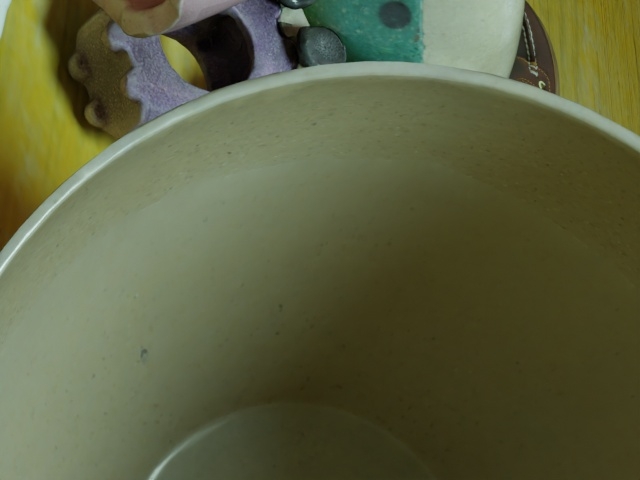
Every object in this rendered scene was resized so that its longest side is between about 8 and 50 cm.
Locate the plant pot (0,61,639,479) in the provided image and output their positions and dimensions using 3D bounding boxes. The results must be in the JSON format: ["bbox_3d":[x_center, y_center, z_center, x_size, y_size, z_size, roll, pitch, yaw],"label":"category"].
[{"bbox_3d":[0.009,0.107,0.625,0.191,0.284,0.284,130,-49,-73],"label":"plant pot"}]

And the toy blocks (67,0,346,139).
[{"bbox_3d":[-0.087,-0.191,0.656,0.260,0.309,0.289,-17,80,-37],"label":"toy blocks"}]

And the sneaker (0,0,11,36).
[{"bbox_3d":[-0.128,-0.033,0.472,0.290,0.106,0.123,-57,145,-25],"label":"sneaker"}]

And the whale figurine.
[{"bbox_3d":[0.034,-0.127,1.014,0.272,0.141,0.216,89,4,-50],"label":"whale figurine"}]

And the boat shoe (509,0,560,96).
[{"bbox_3d":[0.112,-0.076,1.213,0.073,0.073,0.207,37,43,-61],"label":"boat shoe"}]
